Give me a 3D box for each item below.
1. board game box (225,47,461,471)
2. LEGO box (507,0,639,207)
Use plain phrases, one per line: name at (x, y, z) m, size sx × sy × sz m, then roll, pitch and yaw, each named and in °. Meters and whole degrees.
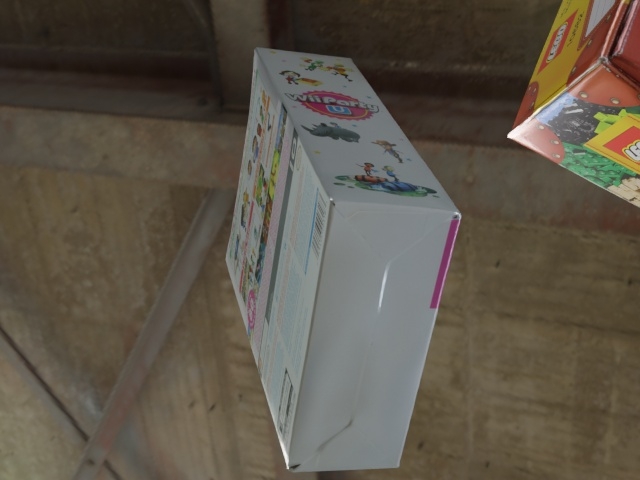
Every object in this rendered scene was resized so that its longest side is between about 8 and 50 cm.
board game box at (0.000, 0.000, 0.782) m, size 0.097 × 0.303 × 0.224 m, roll 2°, pitch -61°, yaw -17°
LEGO box at (0.458, -0.251, 0.929) m, size 0.372 × 0.500 × 0.193 m, roll 27°, pitch -18°, yaw -6°
